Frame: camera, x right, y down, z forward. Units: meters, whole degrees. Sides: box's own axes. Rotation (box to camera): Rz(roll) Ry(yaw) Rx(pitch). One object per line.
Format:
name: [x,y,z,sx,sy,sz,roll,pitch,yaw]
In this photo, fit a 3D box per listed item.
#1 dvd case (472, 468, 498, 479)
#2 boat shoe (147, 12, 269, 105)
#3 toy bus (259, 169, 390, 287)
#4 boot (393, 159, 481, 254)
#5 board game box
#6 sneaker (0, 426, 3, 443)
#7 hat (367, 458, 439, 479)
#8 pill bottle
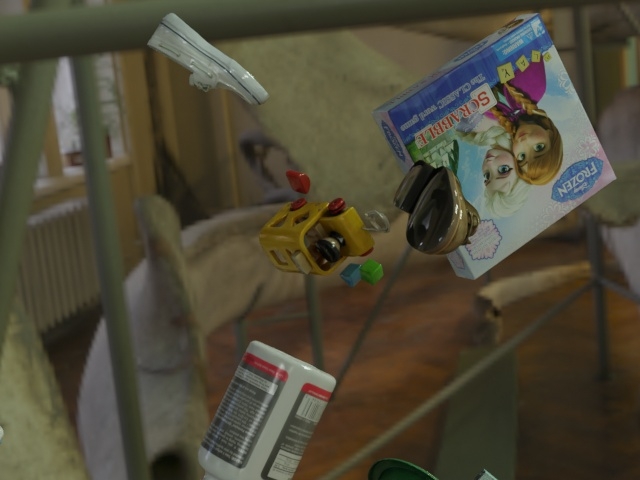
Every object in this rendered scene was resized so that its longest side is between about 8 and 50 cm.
dvd case: [0.248,0.429,1.959,0.119,0.087,0.013,-46,22,6]
boat shoe: [-0.191,-0.287,2.089,0.226,0.076,0.083,39,-3,10]
toy bus: [-0.004,0.004,1.893,0.191,0.202,0.104,36,63,18]
boot: [0.184,-0.036,1.733,0.115,0.112,0.305,31,12,-9]
board game box: [0.289,-0.153,2.014,0.319,0.318,0.066,-35,17,-15]
sneaker: [-0.526,0.257,1.756,0.071,0.083,0.191,22,7,39]
hat: [0.086,0.442,1.838,0.208,0.173,0.183,21,43,30]
pill bottle: [-0.114,0.357,2.234,0.176,0.318,0.176,26,-4,2]
